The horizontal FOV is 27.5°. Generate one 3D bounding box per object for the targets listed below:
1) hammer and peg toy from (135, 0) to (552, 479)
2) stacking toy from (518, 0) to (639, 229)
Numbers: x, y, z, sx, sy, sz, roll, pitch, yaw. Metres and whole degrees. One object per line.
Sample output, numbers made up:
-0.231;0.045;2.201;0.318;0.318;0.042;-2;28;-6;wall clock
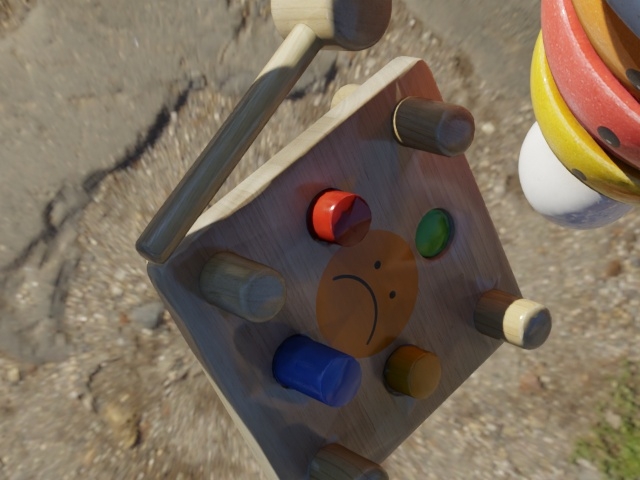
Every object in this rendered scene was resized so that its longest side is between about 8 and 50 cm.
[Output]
0.000;0.000;0.907;0.266;0.127;0.361;-42;124;-22;hammer and peg toy
0.286;-0.134;1.028;0.351;0.480;0.350;5;64;-10;stacking toy
